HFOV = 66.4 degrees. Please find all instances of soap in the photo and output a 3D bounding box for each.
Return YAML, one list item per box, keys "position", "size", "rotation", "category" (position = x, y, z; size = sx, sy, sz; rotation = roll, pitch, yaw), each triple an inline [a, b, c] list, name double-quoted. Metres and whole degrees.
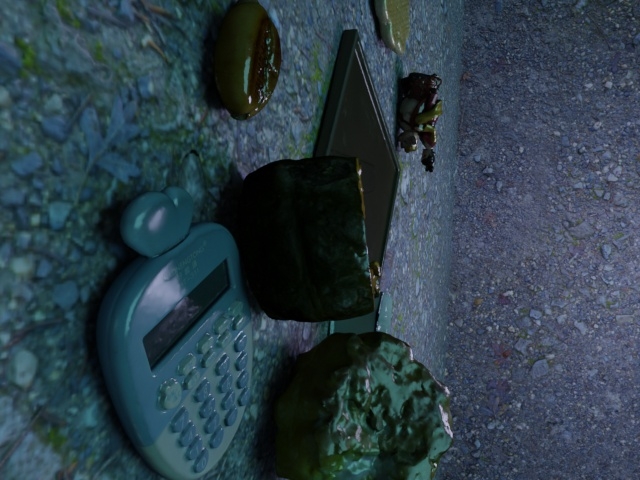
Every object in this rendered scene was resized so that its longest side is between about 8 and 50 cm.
- position: [0.074, 0.211, 0.913]
  size: [0.145, 0.091, 0.231]
  rotation: [32, 63, -66]
  category: "soap"

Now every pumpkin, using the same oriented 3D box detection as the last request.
- position: [-0.001, 0.000, 0.613]
  size: [0.280, 0.139, 0.190]
  rotation: [18, 62, -83]
  category: "pumpkin"

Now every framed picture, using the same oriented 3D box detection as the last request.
- position: [0.089, -0.133, 0.987]
  size: [0.446, 0.028, 0.326]
  rotation: [55, 43, -57]
  category: "framed picture"

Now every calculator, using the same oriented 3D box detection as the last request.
- position: [-0.124, 0.092, 0.462]
  size: [0.188, 0.042, 0.303]
  rotation: [-51, 139, -55]
  category: "calculator"

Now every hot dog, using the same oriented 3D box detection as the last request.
- position: [-0.080, -0.198, 0.519]
  size: [0.090, 0.060, 0.140]
  rotation: [12, 88, -72]
  category: "hot dog"

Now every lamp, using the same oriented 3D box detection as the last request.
- position: [0.256, -0.309, 1.285]
  size: [0.118, 0.118, 0.253]
  rotation: [-3, 99, -68]
  category: "lamp"

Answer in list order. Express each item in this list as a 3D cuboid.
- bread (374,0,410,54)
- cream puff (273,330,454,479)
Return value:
- position: [0.163, -0.520, 1.106]
  size: [0.251, 0.038, 0.182]
  rotation: [-26, 117, -66]
  category: "bread"
- position: [0.053, 0.268, 0.720]
  size: [0.281, 0.185, 0.282]
  rotation: [12, 65, -27]
  category: "cream puff"
